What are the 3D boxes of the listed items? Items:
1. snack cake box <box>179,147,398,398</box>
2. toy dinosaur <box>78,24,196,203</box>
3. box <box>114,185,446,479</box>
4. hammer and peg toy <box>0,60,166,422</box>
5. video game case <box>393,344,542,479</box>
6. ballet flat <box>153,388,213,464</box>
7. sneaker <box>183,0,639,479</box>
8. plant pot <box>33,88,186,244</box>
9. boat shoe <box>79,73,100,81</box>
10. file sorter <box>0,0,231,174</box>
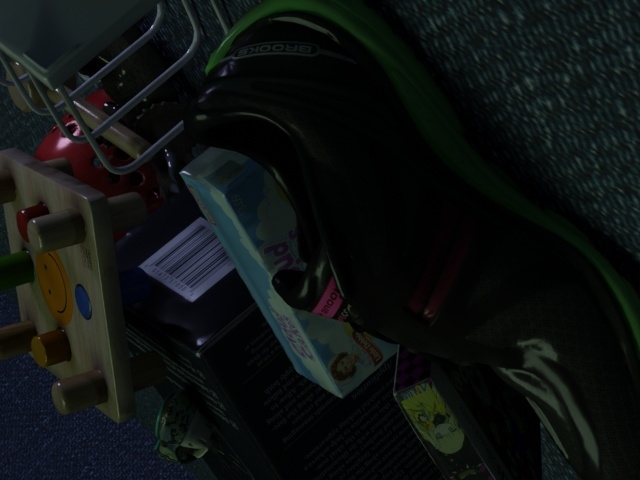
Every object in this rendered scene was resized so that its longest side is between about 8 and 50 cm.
[{"bbox_3d":[0.000,0.000,1.417,0.089,0.152,0.264,27,152,52],"label":"snack cake box"},{"bbox_3d":[-0.221,-0.194,1.686,0.313,0.121,0.160,59,150,-10],"label":"toy dinosaur"},{"bbox_3d":[-0.054,0.158,1.791,0.293,0.212,0.395,27,151,51],"label":"box"},{"bbox_3d":[-0.281,-0.005,1.610,0.266,0.127,0.361,25,125,52],"label":"hammer and peg toy"},{"bbox_3d":[0.135,0.139,1.337,0.210,0.042,0.232,58,-159,-22],"label":"video game case"},{"bbox_3d":[-0.152,0.215,1.715,0.070,0.070,0.188,47,165,8],"label":"ballet flat"},{"bbox_3d":[0.077,0.023,1.183,0.483,0.202,0.185,47,164,10],"label":"sneaker"},{"bbox_3d":[-0.293,-0.073,1.973,0.191,0.174,0.191,43,163,16],"label":"plant pot"},{"bbox_3d":[-0.297,-0.231,1.881,0.100,0.035,0.035,43,166,42],"label":"boat shoe"},{"bbox_3d":[-0.241,-0.225,1.488,0.277,0.193,0.173,37,162,35],"label":"file sorter"}]
